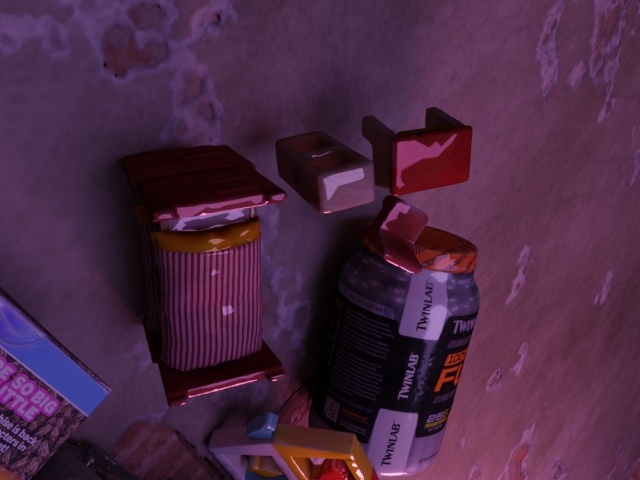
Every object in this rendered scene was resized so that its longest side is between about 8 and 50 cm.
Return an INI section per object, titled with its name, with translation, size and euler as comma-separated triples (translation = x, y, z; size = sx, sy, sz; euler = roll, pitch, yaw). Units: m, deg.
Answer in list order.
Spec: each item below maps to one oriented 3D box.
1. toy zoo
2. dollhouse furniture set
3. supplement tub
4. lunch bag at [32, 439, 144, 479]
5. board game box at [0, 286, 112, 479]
[toy zoo]
translation = -0.021, 0.312, 0.906
size = 0.293, 0.192, 0.030
euler = 67, 27, -43
[dollhouse furniture set]
translation = 0.000, 0.000, 0.709
size = 0.374, 0.152, 0.201
euler = -12, 119, -22
[supplement tub]
translation = 0.103, 0.141, 0.948
size = 0.193, 0.193, 0.316
euler = -5, 112, -47
[lunch bag]
translation = -0.211, 0.362, 0.655
size = 0.235, 0.287, 0.169
euler = -55, 162, -12
[board game box]
translation = -0.345, 0.131, 0.481
size = 0.291, 0.141, 0.232
euler = -48, 138, -21
